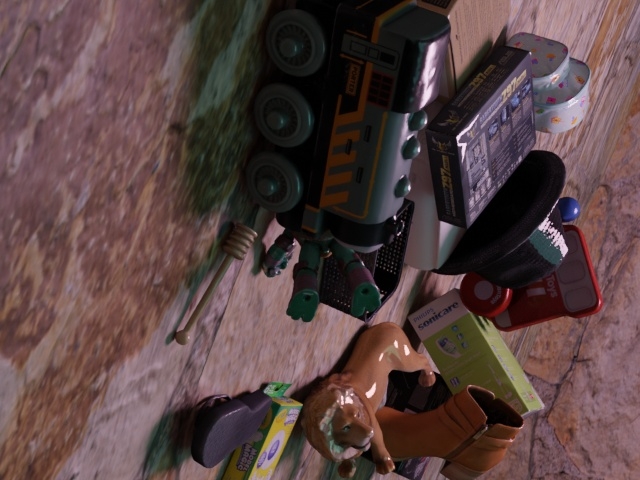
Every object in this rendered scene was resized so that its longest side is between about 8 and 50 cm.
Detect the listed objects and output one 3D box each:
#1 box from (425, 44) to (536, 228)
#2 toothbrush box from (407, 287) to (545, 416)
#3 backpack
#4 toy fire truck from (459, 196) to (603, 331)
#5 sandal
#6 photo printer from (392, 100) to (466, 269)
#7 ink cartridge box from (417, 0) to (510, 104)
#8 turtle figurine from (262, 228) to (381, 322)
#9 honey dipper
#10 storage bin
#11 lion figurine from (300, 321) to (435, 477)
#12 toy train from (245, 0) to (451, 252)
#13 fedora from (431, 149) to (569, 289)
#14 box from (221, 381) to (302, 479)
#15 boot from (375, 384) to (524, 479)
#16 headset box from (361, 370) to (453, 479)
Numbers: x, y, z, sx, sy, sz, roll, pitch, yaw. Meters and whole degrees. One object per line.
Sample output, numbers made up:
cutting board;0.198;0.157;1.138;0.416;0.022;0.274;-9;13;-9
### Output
box;0.249;-0.159;1.718;0.232;0.059;0.183;-49;143;-32
toothbrush box;0.317;0.247;2.277;0.122;0.283;0.206;-33;166;14
backpack;0.400;-0.285;2.064;0.166;0.188;0.144;-51;155;-35
toy fire truck;0.402;0.026;2.214;0.169;0.254;0.302;26;49;-63
sandal;-0.131;0.247;1.522;0.097;0.054;0.254;-60;170;2
photo printer;0.212;-0.132;1.875;0.256;0.107;0.307;-54;157;-30
ink cartridge box;0.200;-0.341;1.648;0.193;0.088;0.234;-59;159;-18
turtle figurine;0.000;0.000;1.453;0.234;0.175;0.118;-102;170;-49
honey dipper;-0.129;0.053;1.342;0.160;0.030;0.030;-59;159;-10
storage bin;0.070;0.018;1.717;0.122;0.084;0.180;-44;151;-47
lion figurine;0.079;0.252;1.950;0.392;0.142;0.240;-66;143;-49
toy train;0.030;-0.141;1.290;0.142;0.190;0.334;-38;145;-52
fedora;0.341;-0.013;2.024;0.334;0.152;0.334;-39;-159;18
box;-0.084;0.298;1.693;0.179;0.043;0.105;-68;160;0
boot;0.218;0.340;2.092;0.220;0.283;0.109;-59;-178;46
headset box;0.187;0.381;2.359;0.218;0.110;0.293;-64;160;-8
